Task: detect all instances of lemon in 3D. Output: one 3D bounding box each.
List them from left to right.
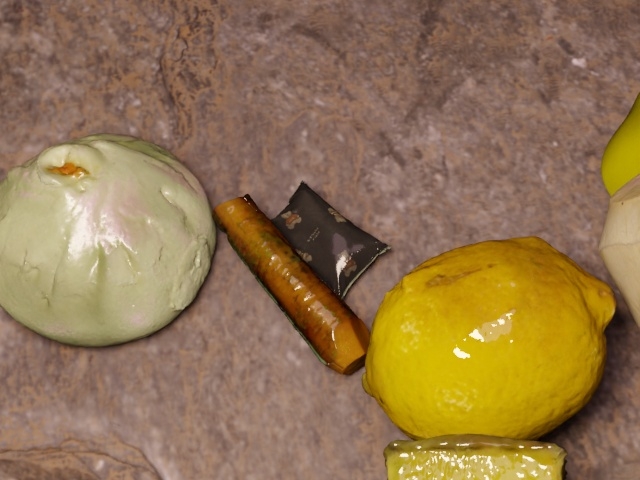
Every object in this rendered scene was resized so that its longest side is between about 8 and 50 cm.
[{"bbox_3d":[0.182,0.113,1.481,0.288,0.233,0.233,-24,59,7],"label":"lemon"}]

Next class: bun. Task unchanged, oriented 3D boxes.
[{"bbox_3d":[-0.274,-0.024,1.647,0.293,0.187,0.293,-2,61,4],"label":"bun"}]

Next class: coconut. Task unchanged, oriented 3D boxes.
[{"bbox_3d":[0.431,0.016,1.495,0.241,0.241,0.241,-4,60,6],"label":"coconut"}]

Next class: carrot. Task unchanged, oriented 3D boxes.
[{"bbox_3d":[-0.034,0.049,1.622,0.070,0.070,0.260,-36,69,-13],"label":"carrot"}]

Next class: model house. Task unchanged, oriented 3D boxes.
[{"bbox_3d":[0.158,0.331,1.386,0.193,0.174,0.234,-1,57,7],"label":"model house"}]

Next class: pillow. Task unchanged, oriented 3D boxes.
[{"bbox_3d":[0.000,0.000,1.670,0.150,0.048,0.090,38,95,24],"label":"pillow"}]

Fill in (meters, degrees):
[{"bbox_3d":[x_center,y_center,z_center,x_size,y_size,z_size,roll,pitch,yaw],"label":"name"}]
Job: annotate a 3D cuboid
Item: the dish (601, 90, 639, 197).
[{"bbox_3d":[0.464,-0.138,1.651,0.221,0.108,0.262,18,65,16],"label":"dish"}]
